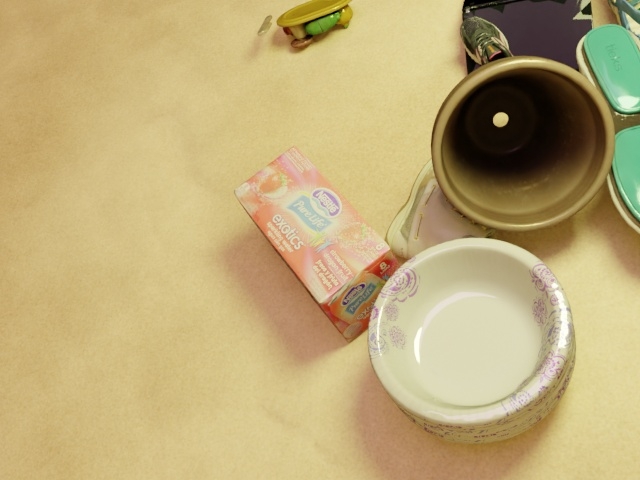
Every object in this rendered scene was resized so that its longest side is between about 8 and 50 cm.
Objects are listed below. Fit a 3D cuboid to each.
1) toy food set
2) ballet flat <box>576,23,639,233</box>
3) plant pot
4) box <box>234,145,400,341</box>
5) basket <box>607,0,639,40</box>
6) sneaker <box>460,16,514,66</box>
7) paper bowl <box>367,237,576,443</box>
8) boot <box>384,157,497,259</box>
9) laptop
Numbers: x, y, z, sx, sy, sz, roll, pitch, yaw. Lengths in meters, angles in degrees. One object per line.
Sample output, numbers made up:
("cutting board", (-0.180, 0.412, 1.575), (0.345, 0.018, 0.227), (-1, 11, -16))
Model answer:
("toy food set", (-0.020, -0.469, 1.648), (0.217, 0.071, 0.128), (-17, 31, 10))
("ballet flat", (0.494, -0.159, 1.194), (0.139, 0.139, 0.401), (-14, 60, 14))
("plant pot", (0.303, -0.171, 1.202), (0.262, 0.263, 0.229), (-17, 18, 12))
("box", (0.000, 0.000, 1.281), (0.142, 0.154, 0.300), (-38, 52, -3))
("basket", (0.609, -0.448, 1.262), (0.254, 0.201, 0.289), (-21, 23, 10))
("sneaker", (0.315, -0.341, 1.376), (0.072, 0.077, 0.178), (-38, 71, 13))
("paper bowl", (0.220, 0.150, 1.097), (0.284, 0.148, 0.284), (-10, 57, 16))
("boot", (0.223, -0.045, 1.264), (0.165, 0.077, 0.213), (24, 76, 33))
("laptop", (0.401, -0.417, 1.467), (0.234, 0.137, 0.264), (-5, 32, 19))
